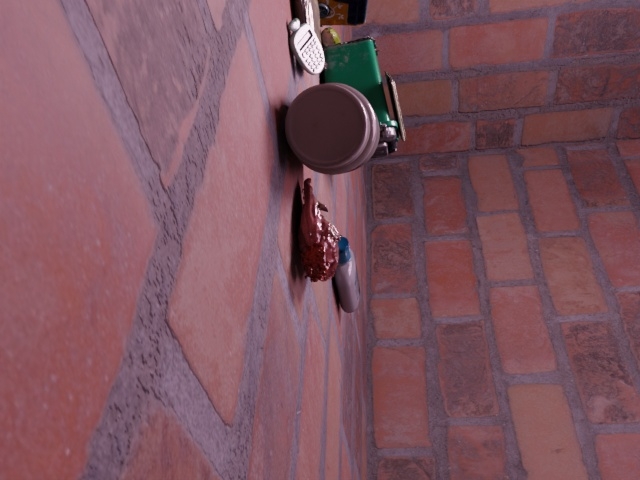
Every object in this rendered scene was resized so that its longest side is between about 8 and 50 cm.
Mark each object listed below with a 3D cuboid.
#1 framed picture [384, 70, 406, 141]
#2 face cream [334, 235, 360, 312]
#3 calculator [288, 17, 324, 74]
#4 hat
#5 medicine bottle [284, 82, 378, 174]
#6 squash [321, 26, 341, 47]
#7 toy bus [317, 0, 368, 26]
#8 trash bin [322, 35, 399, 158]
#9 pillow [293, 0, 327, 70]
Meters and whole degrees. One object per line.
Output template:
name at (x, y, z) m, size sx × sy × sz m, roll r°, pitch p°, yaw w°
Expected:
framed picture at (0.261, -0.473, 2.093) m, size 0.274 × 0.017 × 0.217 m, roll -87°, pitch 164°, yaw -67°
face cream at (0.088, 0.111, 2.114) m, size 0.337 × 0.080 × 0.163 m, roll 76°, pitch 14°, yaw -52°
calculator at (-0.036, -0.488, 1.510) m, size 0.153 × 0.021 × 0.095 m, roll 53°, pitch 55°, yaw -34°
hat at (0.000, 0.000, 1.436) m, size 0.286 × 0.107 × 0.237 m, roll -89°, pitch 162°, yaw -62°
medicine bottle at (0.031, -0.259, 1.409) m, size 0.339 × 0.208 × 0.208 m, roll -44°, pitch 130°, yaw -79°
squash at (0.046, -0.723, 2.229) m, size 0.239 × 0.069 × 0.069 m, roll 42°, pitch 46°, yaw -79°
toy bus at (0.066, -0.834, 1.860) m, size 0.323 × 0.194 × 0.162 m, roll 94°, pitch -2°, yaw -64°
trash bin at (0.121, -0.484, 2.081) m, size 0.295 × 0.259 × 0.381 m, roll 32°, pitch 49°, yaw -80°
pillow at (-0.033, -0.577, 1.609) m, size 0.169 × 0.059 × 0.255 m, roll -42°, pitch 127°, yaw -66°
